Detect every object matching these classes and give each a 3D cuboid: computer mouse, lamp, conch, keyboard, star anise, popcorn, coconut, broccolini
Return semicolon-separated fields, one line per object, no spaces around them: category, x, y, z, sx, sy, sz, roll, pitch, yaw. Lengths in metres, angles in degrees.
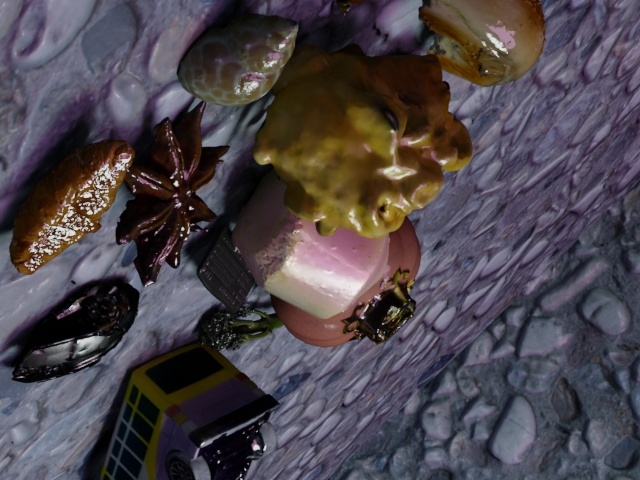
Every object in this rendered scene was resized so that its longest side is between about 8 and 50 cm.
computer mouse;-0.361;0.147;1.988;0.241;0.077;0.146;-33;153;-28
lamp;0.059;0.070;2.385;0.305;0.239;0.305;-38;158;-19
conch;-0.103;-0.236;1.746;0.173;0.106;0.116;-31;139;1
keyboard;-0.166;0.034;2.181;0.103;0.041;0.381;-61;158;-10
star anise;-0.225;-0.073;1.830;0.272;0.102;0.272;-44;143;-48
popcorn;0.059;-0.160;1.905;0.316;0.297;0.281;-43;-168;-15
coconut;0.000;0.000;2.129;0.245;0.233;0.233;28;110;-29
broccolini;-0.094;0.128;2.484;0.392;0.078;0.074;-25;145;-57

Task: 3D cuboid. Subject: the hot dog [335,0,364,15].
hot dog;0.072;-0.402;1.827;0.188;0.055;0.072;-53;154;18

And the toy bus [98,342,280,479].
toy bus;-0.268;0.422;2.410;0.209;0.249;0.440;-22;143;-45

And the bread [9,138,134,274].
bread;-0.324;-0.055;1.697;0.233;0.076;0.105;-45;147;18

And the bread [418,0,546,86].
bread;0.264;-0.350;2.066;0.171;0.192;0.314;-56;157;-8

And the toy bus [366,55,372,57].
toy bus;0.046;-0.230;2.077;0.075;0.060;0.123;-4;136;-54

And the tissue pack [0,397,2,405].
tissue pack;-0.549;0.262;1.640;0.236;0.229;0.333;-22;149;-44
